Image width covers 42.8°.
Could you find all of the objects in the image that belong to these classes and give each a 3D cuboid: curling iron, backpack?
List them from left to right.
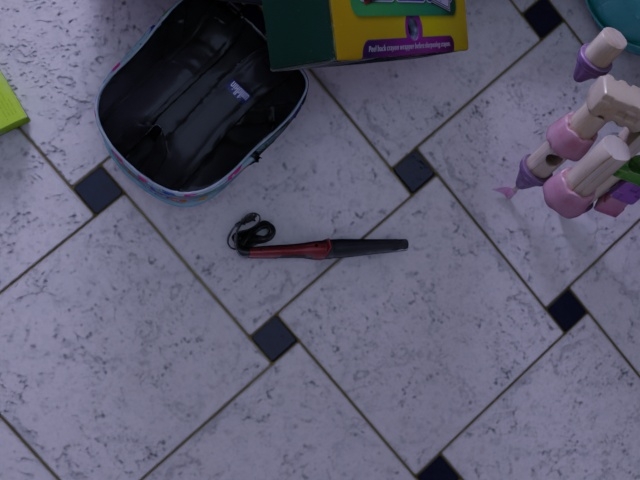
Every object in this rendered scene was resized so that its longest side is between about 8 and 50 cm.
[{"bbox_3d":[-0.171,-0.176,1.100,0.225,0.191,0.253,41,74,-5],"label":"backpack"},{"bbox_3d":[0.000,0.000,1.208,0.274,0.035,0.068,4,88,-11],"label":"curling iron"}]

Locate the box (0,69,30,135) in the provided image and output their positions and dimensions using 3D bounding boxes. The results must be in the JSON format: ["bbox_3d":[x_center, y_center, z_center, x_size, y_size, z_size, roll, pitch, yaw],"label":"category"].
[{"bbox_3d":[-0.504,-0.170,1.109,0.178,0.042,0.109,-30,94,-11],"label":"box"}]

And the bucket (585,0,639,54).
[{"bbox_3d":[0.557,-0.421,1.258,0.281,0.183,0.281,0,88,-11],"label":"bucket"}]

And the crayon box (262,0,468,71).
[{"bbox_3d":[0.060,-0.390,1.054,0.363,0.106,0.312,-21,107,-53],"label":"crayon box"}]

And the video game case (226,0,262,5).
[{"bbox_3d":[-0.177,-0.390,1.096,0.275,0.248,0.035,4,128,-11],"label":"video game case"}]

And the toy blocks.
[{"bbox_3d":[0.447,-0.113,1.216,0.289,0.260,0.308,19,54,-12],"label":"toy blocks"}]
